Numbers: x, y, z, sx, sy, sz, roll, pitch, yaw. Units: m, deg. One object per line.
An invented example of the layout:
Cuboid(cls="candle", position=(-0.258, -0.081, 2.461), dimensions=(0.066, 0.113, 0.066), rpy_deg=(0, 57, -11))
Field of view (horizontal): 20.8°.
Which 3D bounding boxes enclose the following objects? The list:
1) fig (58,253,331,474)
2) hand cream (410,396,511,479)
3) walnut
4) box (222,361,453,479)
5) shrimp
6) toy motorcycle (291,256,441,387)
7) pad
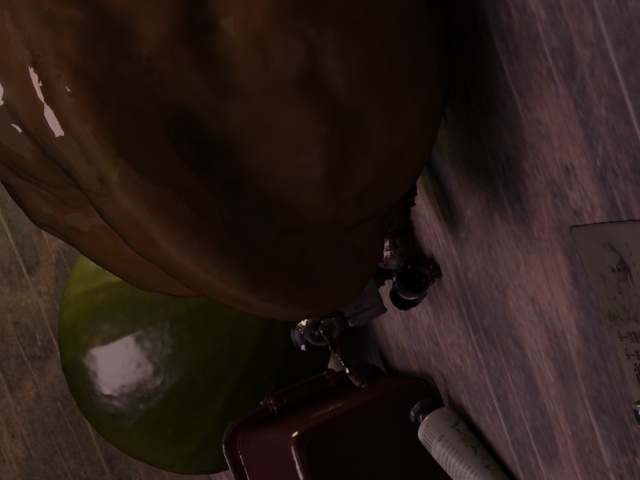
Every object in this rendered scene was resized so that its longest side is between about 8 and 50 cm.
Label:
Cuboid(cls="fig", position=(-0.115, 0.085, 1.805), dimensions=(0.316, 0.316, 0.316), rpy_deg=(59, 164, 28))
Cuboid(cls="hand cream", position=(0.144, 0.209, 1.526), dimensions=(0.194, 0.042, 0.067), rpy_deg=(48, 150, 38))
Cuboid(cls="walnut", position=(-0.094, -0.135, 1.216), dimensions=(0.383, 0.384, 0.383), rpy_deg=(59, 164, 28))
Cuboid(cls="box", position=(0.054, 0.268, 1.663), dimensions=(0.294, 0.193, 0.167), rpy_deg=(68, 158, -2))
Cuboid(cls="shrimp", position=(0.036, -0.064, 1.393), dimensions=(0.073, 0.075, 0.190), rpy_deg=(114, 151, -65))
Cuboid(cls="toy motorcycle", position=(0.000, 0.000, 1.522), dimensions=(0.401, 0.134, 0.207), rpy_deg=(-133, 23, -58))
Cuboid(cls="pad", position=(0.224, 0.061, 1.038), dimensions=(0.159, 0.009, 0.265), rpy_deg=(68, 166, -4))
